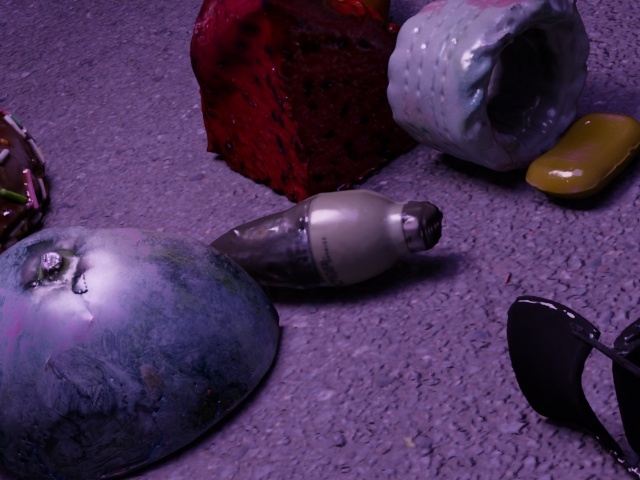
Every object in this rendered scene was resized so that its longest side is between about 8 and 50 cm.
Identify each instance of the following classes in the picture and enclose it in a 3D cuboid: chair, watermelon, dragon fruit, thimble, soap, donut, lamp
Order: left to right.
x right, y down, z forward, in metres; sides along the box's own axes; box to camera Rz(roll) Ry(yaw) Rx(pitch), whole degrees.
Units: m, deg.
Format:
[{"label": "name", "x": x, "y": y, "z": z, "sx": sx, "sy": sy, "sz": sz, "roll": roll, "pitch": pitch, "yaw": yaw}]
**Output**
[{"label": "donut", "x": -0.476, "y": -0.069, "z": 1.660, "sx": 0.259, "sy": 0.136, "sz": 0.345, "roll": -26, "pitch": 34, "yaw": -5}, {"label": "watermelon", "x": -0.210, "y": 0.096, "z": 1.225, "sx": 0.321, "sy": 0.175, "sz": 0.188, "roll": -18, "pitch": 31, "yaw": 5}, {"label": "dragon fruit", "x": -0.012, "y": -0.181, "z": 1.467, "sx": 0.302, "sy": 0.330, "sz": 0.240, "roll": -15, "pitch": 55, "yaw": 3}, {"label": "lamp", "x": 0.000, "y": 0.000, "z": 1.332, "sx": 0.250, "sy": 0.101, "sz": 0.101, "roll": -8, "pitch": 33, "yaw": 21}, {"label": "thimble", "x": 0.185, "y": -0.185, "z": 1.420, "sx": 0.149, "sy": 0.185, "sz": 0.211, "roll": 23, "pitch": 83, "yaw": 49}, {"label": "soap", "x": 0.275, "y": -0.086, "z": 1.366, "sx": 0.089, "sy": 0.045, "sz": 0.140, "roll": 18, "pitch": 46, "yaw": 40}, {"label": "chair", "x": 0.266, "y": 0.102, "z": 1.006, "sx": 0.145, "sy": 0.140, "sz": 0.221, "roll": -29, "pitch": 29, "yaw": -22}]

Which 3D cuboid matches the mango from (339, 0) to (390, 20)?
[{"label": "mango", "x": 0.015, "y": -0.286, "z": 1.738, "sx": 0.146, "sy": 0.129, "sz": 0.289, "roll": -4, "pitch": 44, "yaw": 16}]
